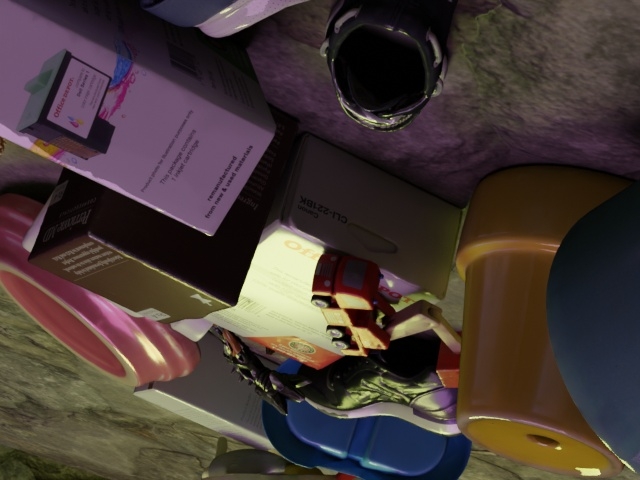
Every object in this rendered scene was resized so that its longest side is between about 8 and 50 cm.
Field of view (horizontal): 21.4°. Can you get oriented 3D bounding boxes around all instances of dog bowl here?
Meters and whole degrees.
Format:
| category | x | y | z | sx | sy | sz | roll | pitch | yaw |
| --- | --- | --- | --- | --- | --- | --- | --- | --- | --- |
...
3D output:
| category | x | y | z | sx | sy | sz | roll | pitch | yaw |
| --- | --- | --- | --- | --- | --- | --- | --- | --- | --- |
| dog bowl | 0.062 | 0.257 | 2.370 | 0.297 | 0.166 | 0.074 | 18 | 173 | 0 |

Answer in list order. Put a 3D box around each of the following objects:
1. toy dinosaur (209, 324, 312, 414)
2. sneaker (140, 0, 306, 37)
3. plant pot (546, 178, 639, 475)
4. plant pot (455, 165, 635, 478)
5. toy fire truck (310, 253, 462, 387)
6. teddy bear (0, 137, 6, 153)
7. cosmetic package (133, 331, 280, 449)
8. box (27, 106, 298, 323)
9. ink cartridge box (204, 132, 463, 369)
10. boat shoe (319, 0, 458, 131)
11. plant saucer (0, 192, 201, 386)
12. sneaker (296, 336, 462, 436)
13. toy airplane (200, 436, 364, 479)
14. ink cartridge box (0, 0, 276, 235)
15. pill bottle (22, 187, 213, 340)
| category | x | y | z | sx | sy | sz | roll | pitch | yaw |
| --- | --- | --- | --- | --- | --- | --- | --- | --- | --- |
| toy dinosaur | -0.089 | 0.076 | 2.094 | 0.218 | 0.164 | 0.322 | 43 | 171 | -22 |
| sneaker | -0.156 | -0.223 | 1.296 | 0.323 | 0.130 | 0.236 | -2 | 149 | 33 |
| plant pot | 0.365 | 0.037 | 1.338 | 0.293 | 0.293 | 0.235 | 23 | 144 | -14 |
| plant pot | 0.239 | 0.089 | 1.629 | 0.254 | 0.239 | 0.254 | 16 | 161 | 6 |
| toy fire truck | 0.075 | 0.081 | 1.691 | 0.135 | 0.047 | 0.192 | 3 | 149 | 18 |
| teddy bear | -0.459 | -0.194 | 1.720 | 0.338 | 0.113 | 0.245 | 21 | 155 | 16 |
| cosmetic package | -0.146 | 0.214 | 2.491 | 0.231 | 0.117 | 0.085 | 28 | 157 | -23 |
| box | -0.154 | -0.048 | 1.661 | 0.167 | 0.203 | 0.168 | 28 | 158 | -23 |
| ink cartridge box | -0.007 | 0.019 | 1.789 | 0.197 | 0.114 | 0.273 | 25 | 151 | -20 |
| boat shoe | 0.048 | -0.147 | 1.377 | 0.114 | 0.091 | 0.302 | 16 | 160 | 6 |
| plant saucer | -0.304 | 0.077 | 2.161 | 0.332 | 0.084 | 0.332 | 35 | 162 | 13 |
| sneaker | 0.080 | 0.164 | 2.224 | 0.283 | 0.107 | 0.124 | 5 | 136 | 35 |
| toy airplane | 0.000 | 0.385 | 2.680 | 0.384 | 0.272 | 0.386 | -19 | 150 | -7 |
| ink cartridge box | -0.194 | -0.144 | 1.427 | 0.278 | 0.117 | 0.201 | 26 | -162 | -21 |
| pill bottle | -0.209 | 0.012 | 1.923 | 0.229 | 0.131 | 0.131 | 33 | 158 | -9 |
